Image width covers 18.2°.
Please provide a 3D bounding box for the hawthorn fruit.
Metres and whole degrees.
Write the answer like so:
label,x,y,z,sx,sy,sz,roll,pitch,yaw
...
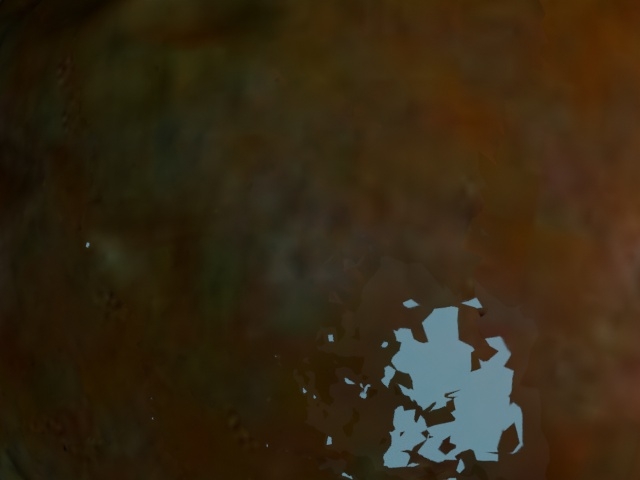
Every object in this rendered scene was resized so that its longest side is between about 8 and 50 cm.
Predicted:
label,x,y,z,sx,sy,sz,roll,pitch,yaw
hawthorn fruit,0.000,0.000,0.590,0.298,0.277,0.277,34,90,4
